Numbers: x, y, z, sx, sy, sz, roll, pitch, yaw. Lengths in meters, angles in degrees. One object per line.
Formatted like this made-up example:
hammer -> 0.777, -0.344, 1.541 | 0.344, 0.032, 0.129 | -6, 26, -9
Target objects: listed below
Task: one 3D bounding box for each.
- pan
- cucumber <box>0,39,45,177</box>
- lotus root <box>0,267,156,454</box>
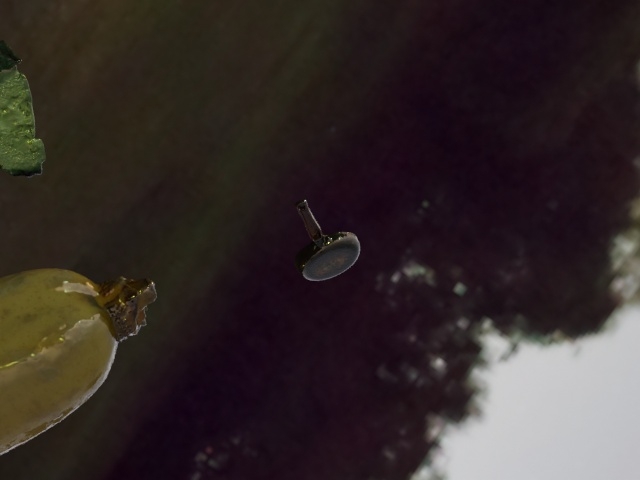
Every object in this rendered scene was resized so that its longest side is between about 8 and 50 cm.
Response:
pan -> 0.001, 0.002, 2.342 | 0.115, 0.040, 0.212 | -25, 144, 1
cucumber -> -0.378, -0.163, 1.604 | 0.086, 0.193, 0.115 | -14, 132, -21
lotus root -> -0.327, 0.127, 1.494 | 0.343, 0.169, 0.151 | -28, 154, -16
